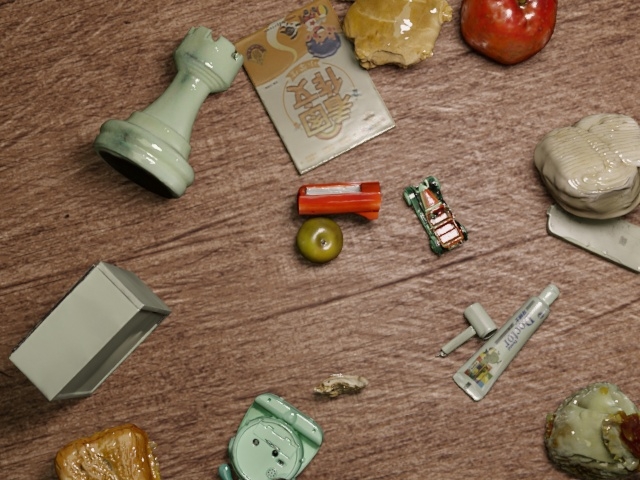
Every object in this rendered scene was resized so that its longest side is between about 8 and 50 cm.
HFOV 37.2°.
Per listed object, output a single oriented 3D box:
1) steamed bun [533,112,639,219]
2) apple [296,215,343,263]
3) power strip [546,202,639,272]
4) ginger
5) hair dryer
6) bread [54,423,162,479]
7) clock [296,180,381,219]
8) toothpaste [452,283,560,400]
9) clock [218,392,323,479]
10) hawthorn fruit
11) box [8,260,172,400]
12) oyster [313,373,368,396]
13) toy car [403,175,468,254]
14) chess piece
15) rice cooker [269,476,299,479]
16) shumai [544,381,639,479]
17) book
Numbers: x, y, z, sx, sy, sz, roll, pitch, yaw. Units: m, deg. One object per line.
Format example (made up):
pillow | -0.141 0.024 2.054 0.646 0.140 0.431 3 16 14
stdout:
steamed bun | 0.499 -0.119 1.706 0.211 0.218 0.144 -16 126 -7
apple | 0.000 0.000 1.764 0.090 0.074 0.089 -1 96 -14
power strip | 0.524 -0.010 1.758 0.227 0.029 0.080 25 83 6
ginger | 0.157 -0.498 1.815 0.236 0.166 0.375 -4 54 37
hair dryer | 0.260 0.174 1.749 0.124 0.038 0.063 -39 64 12
bread | -0.348 0.527 1.705 0.185 0.109 0.380 -15 84 -7
clock | 0.034 -0.073 1.755 0.155 0.113 0.061 0 104 3
toothpaste | 0.349 0.181 1.743 0.067 0.037 0.255 42 91 8
clock | -0.093 0.386 1.728 0.148 0.060 0.188 31 87 6
hawthorn fruit | 0.347 -0.416 1.731 0.179 0.200 0.179 0 89 1
box | -0.406 0.161 1.689 0.117 0.225 0.225 44 87 7
oyster | 0.040 0.273 1.733 0.083 0.081 0.038 8 109 36
toy car | 0.215 -0.049 1.767 0.073 0.054 0.143 -28 83 -1
chess piece | -0.265 -0.245 1.761 0.195 0.194 0.299 29 77 6
rice cooker | -0.029 0.525 1.616 0.226 0.244 0.226 0 90 -24
shumai | 0.491 0.346 1.661 0.184 0.142 0.184 0 81 0
book | -0.014 -0.299 1.827 0.208 0.020 0.295 -28 83 -1
